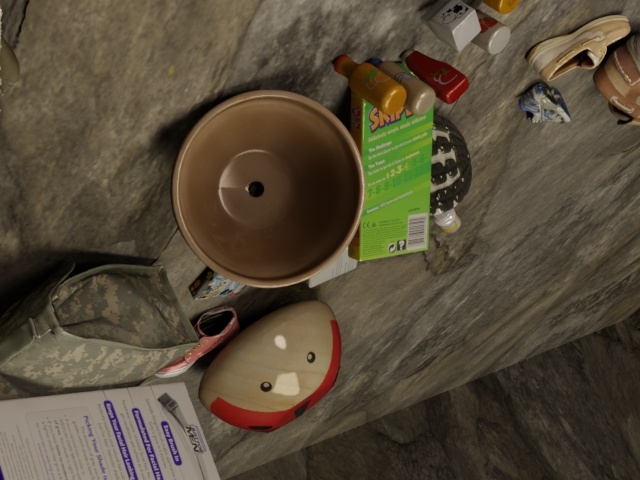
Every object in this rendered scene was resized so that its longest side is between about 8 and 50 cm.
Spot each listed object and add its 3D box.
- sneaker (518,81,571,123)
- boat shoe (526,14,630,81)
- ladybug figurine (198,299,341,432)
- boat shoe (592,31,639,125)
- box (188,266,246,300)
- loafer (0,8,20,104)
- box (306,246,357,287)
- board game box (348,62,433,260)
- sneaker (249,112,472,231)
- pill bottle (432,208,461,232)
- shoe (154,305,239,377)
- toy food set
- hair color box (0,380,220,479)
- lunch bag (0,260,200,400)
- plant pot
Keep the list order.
[{"bbox_3d":[0.357,-0.215,1.645,0.058,0.052,0.135,-27,154,27],"label":"sneaker"},{"bbox_3d":[0.388,-0.278,1.505,0.170,0.059,0.063,-24,159,-11],"label":"boat shoe"},{"bbox_3d":[-0.079,0.256,1.965,0.305,0.162,0.449,-34,168,-8],"label":"ladybug figurine"},{"bbox_3d":[0.532,-0.247,1.697,0.116,0.123,0.324,-29,154,23],"label":"boat shoe"},{"bbox_3d":[-0.140,0.047,1.655,0.094,0.027,0.137,-4,149,-44],"label":"box"},{"bbox_3d":[-0.314,-0.164,0.888,0.087,0.094,0.251,-44,180,-33],"label":"loafer"},{"bbox_3d":[0.000,0.000,1.615,0.087,0.101,0.102,-23,157,-12],"label":"box"},{"bbox_3d":[0.095,-0.108,1.372,0.124,0.039,0.259,-9,109,-35],"label":"board game box"},{"bbox_3d":[0.039,-0.085,1.489,0.410,0.158,0.182,-17,-172,-31],"label":"sneaker"},{"bbox_3d":[0.230,-0.043,1.881,0.043,0.043,0.083,-31,159,8],"label":"pill bottle"},{"bbox_3d":[-0.225,0.176,1.809,0.178,0.063,0.081,-28,159,-15],"label":"shoe"},{"bbox_3d":[0.136,-0.244,1.270,0.232,0.104,0.111,-45,146,-6],"label":"toy food set"},{"bbox_3d":[-0.305,0.303,1.370,0.339,0.185,0.110,2,147,-48],"label":"hair color box"},{"bbox_3d":[-0.357,0.145,1.420,0.235,0.169,0.287,-36,163,22],"label":"lunch bag"},{"bbox_3d":[-0.072,-0.063,1.267,0.237,0.237,0.110,-23,-172,-13],"label":"plant pot"}]
